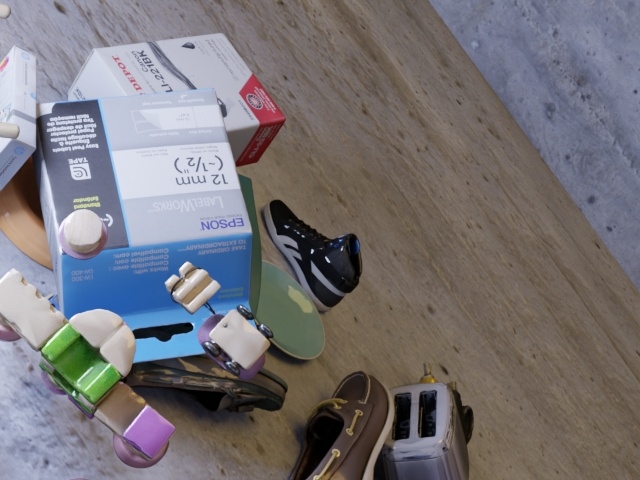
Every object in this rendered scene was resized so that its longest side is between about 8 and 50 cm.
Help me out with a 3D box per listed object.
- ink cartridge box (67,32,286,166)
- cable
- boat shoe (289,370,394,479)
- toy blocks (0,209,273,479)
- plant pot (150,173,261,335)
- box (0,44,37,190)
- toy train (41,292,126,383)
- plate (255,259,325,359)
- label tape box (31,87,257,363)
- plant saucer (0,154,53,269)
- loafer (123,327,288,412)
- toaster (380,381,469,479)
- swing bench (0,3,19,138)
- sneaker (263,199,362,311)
[{"bbox_3d":[-0.222,-0.205,2.139,0.273,0.114,0.197,-17,63,-45],"label":"ink cartridge box"},{"bbox_3d":[0.207,0.351,2.325,0.139,0.072,0.287,52,33,-40],"label":"cable"},{"bbox_3d":[0.026,0.290,2.017,0.097,0.116,0.324,47,32,-18],"label":"boat shoe"},{"bbox_3d":[-0.267,0.145,1.582,0.288,0.309,0.260,44,-16,0],"label":"toy blocks"},{"bbox_3d":[-0.187,0.027,1.960,0.165,0.166,0.234,21,45,-46],"label":"plant pot"},{"bbox_3d":[-0.423,-0.144,1.798,0.038,0.145,0.186,25,36,-33],"label":"box"},{"bbox_3d":[-0.305,0.128,1.771,0.158,0.036,0.027,50,26,-4],"label":"toy train"},{"bbox_3d":[-0.066,0.113,2.186,0.188,0.024,0.188,38,29,-25],"label":"plate"},{"bbox_3d":[-0.224,-0.022,1.781,0.249,0.115,0.347,-7,59,-18],"label":"label tape box"},{"bbox_3d":[-0.369,-0.047,1.888,0.200,0.037,0.200,38,29,-26],"label":"plant saucer"},{"bbox_3d":[-0.163,0.198,1.877,0.267,0.096,0.084,25,57,-32],"label":"loafer"},{"bbox_3d":[0.155,0.322,2.113,0.227,0.129,0.146,-79,158,-55],"label":"toaster"},{"bbox_3d":[-0.528,-0.214,1.711,0.255,0.165,0.253,23,39,-35],"label":"swing bench"},{"bbox_3d":[0.000,0.000,2.321,0.079,0.121,0.217,-2,58,-60],"label":"sneaker"}]
